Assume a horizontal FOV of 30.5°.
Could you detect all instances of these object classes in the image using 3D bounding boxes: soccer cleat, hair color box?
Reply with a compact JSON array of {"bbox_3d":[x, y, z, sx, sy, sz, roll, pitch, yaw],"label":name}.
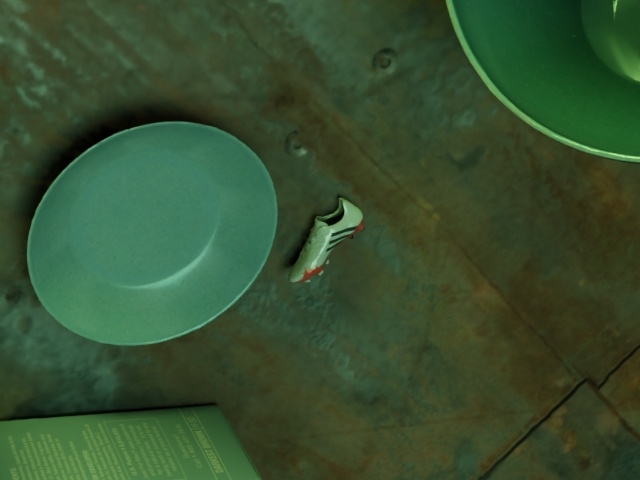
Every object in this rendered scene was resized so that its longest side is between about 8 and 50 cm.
[{"bbox_3d":[0.000,0.000,0.971,0.083,0.029,0.035,-43,122,-1],"label":"soccer cleat"},{"bbox_3d":[-0.253,0.248,0.943,0.375,0.113,0.185,0,120,-29],"label":"hair color box"}]

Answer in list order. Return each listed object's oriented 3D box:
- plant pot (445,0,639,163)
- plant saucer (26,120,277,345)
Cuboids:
[{"bbox_3d":[0.250,-0.193,0.847,0.290,0.290,0.195,-51,166,10],"label":"plant pot"},{"bbox_3d":[-0.128,-0.009,0.888,0.195,0.037,0.194,-13,126,-19],"label":"plant saucer"}]
